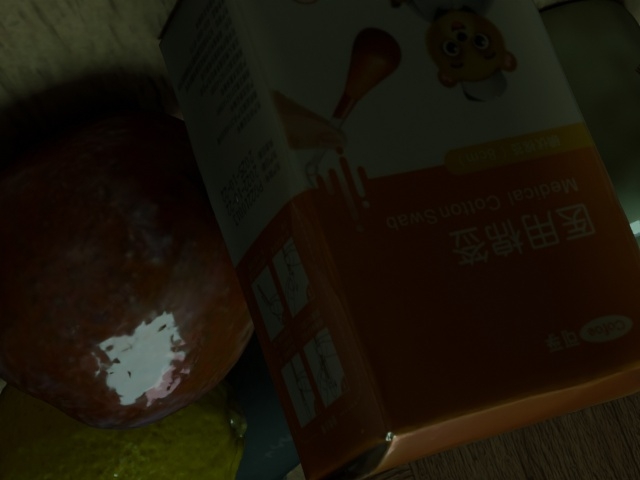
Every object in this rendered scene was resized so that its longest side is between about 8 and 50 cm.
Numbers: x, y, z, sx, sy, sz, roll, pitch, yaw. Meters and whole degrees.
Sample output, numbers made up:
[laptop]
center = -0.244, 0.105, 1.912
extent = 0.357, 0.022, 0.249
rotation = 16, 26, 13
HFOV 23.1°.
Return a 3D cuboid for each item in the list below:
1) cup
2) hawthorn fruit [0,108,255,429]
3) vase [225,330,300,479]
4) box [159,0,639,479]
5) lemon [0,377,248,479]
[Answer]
[cup]
center = 0.215, -0.066, 1.376
extent = 0.173, 0.202, 0.255
rotation = -15, 165, -20
[hawthorn fruit]
center = -0.157, 0.009, 1.160
extent = 0.235, 0.231, 0.263
rotation = -34, 140, -48
[vase]
center = -0.059, 0.190, 1.891
extent = 0.245, 0.245, 0.291
rotation = -4, 154, -46
[box]
center = 0.058, -0.029, 1.033
extent = 0.225, 0.341, 0.143
rotation = -12, 163, -26
[lemon]
center = -0.224, 0.226, 1.718
extent = 0.293, 0.293, 0.293
rotation = -19, 165, -5
